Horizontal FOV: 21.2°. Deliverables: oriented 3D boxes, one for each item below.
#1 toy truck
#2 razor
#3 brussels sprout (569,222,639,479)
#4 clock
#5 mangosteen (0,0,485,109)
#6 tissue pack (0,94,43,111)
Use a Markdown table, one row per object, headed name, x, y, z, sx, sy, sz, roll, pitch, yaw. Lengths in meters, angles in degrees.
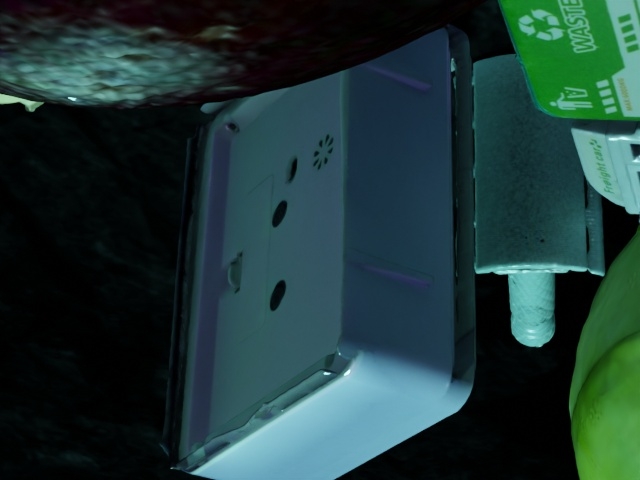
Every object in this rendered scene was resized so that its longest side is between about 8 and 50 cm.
| name | x | y | z | sx | sy | sz | roll | pitch | yaw |
| --- | --- | --- | --- | --- | --- | --- | --- | --- | --- |
| toy truck | 0.140 | -0.101 | 0.660 | 0.124 | 0.114 | 0.253 | 6 | 150 | 22 |
| razor | 0.105 | 0.008 | 0.865 | 0.068 | 0.106 | 0.232 | 0 | 157 | 7 |
| brussels sprout | 0.256 | 0.072 | 0.825 | 0.259 | 0.227 | 0.294 | 11 | 123 | 0 |
| clock | 0.000 | -0.001 | 0.750 | 0.073 | 0.193 | 0.144 | 20 | 145 | -28 |
| mangosteen | -0.018 | -0.181 | 0.408 | 0.347 | 0.307 | 0.307 | -6 | 162 | -46 |
| tissue pack | -0.162 | -0.144 | 0.636 | 0.186 | 0.090 | 0.222 | 12 | 148 | -17 |
